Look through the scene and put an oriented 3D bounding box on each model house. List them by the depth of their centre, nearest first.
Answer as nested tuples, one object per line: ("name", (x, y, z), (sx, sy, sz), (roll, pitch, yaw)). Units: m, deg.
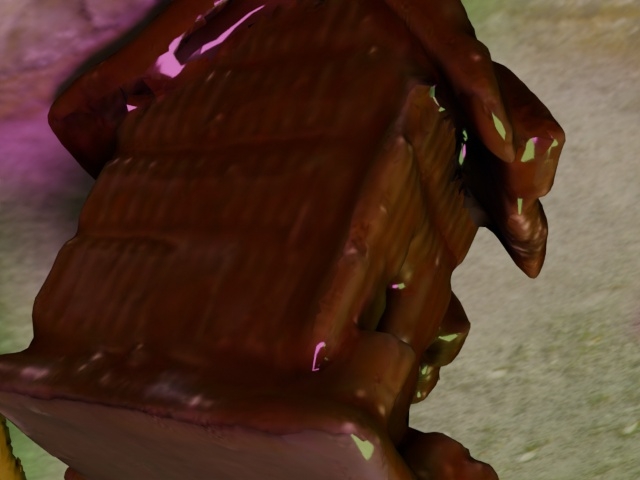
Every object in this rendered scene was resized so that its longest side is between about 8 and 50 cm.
("model house", (-0.001, 0.002, 0.530), (0.199, 0.219, 0.229), (47, 60, -52))

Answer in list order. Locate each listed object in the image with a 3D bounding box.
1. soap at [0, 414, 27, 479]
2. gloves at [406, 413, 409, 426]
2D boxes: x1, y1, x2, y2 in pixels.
("soap", (-0.221, 0.113, 0.571), (0.204, 0.096, 0.324), (-33, 154, -21))
("gloves", (-0.045, 0.125, 0.803), (0.181, 0.106, 0.129), (7, 144, -1))
